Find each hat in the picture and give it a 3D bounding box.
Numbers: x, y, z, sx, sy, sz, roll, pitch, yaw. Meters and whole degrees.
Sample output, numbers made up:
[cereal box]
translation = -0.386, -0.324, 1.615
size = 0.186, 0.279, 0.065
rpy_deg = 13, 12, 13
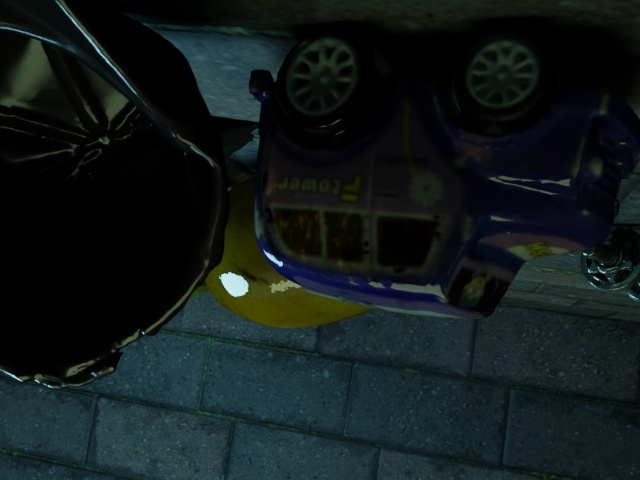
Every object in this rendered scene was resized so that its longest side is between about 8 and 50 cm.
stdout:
[hat]
translation = -0.172, -0.089, 0.447
size = 0.238, 0.209, 0.336
rpy_deg = -8, 135, 9

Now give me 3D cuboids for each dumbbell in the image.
[dumbbell]
translation = 0.384, 0.032, 0.912
size = 0.081, 0.082, 0.254
rpy_deg = 1, 169, 45

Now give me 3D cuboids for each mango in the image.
[mango]
translation = 0.000, 0.000, 0.804
size = 0.211, 0.173, 0.317
rpy_deg = 20, 155, -34

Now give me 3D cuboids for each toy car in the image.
[toy car]
translation = 0.075, -0.031, 0.473
size = 0.235, 0.158, 0.172
rpy_deg = 5, 173, 27

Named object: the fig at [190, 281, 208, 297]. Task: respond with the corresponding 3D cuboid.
[fig]
translation = -0.209, 0.005, 1.143
size = 0.233, 0.167, 0.167
rpy_deg = -15, 172, 1
